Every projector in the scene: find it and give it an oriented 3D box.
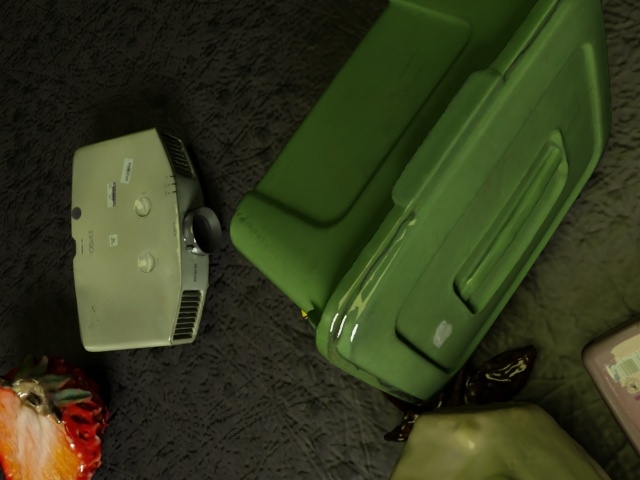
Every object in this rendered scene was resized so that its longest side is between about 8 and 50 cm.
[{"bbox_3d":[-0.221,0.000,0.774,0.193,0.088,0.270,-8,82,24],"label":"projector"}]

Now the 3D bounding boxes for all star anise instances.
[{"bbox_3d":[0.120,0.155,0.613,0.212,0.053,0.157,-43,73,17],"label":"star anise"}]

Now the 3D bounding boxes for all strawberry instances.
[{"bbox_3d":[-0.355,0.256,0.817,0.190,0.111,0.237,29,122,15],"label":"strawberry"}]

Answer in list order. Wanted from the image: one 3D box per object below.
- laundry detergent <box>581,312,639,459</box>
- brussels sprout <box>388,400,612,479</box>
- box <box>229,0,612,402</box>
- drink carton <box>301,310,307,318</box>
[{"bbox_3d":[0.349,0.154,0.490,0.171,0.076,0.237,-37,71,18],"label":"laundry detergent"},{"bbox_3d":[0.152,0.286,0.458,0.317,0.273,0.243,57,151,10],"label":"brussels sprout"},{"bbox_3d":[0.091,-0.047,0.519,0.177,0.253,0.329,31,84,33],"label":"box"},{"bbox_3d":[0.000,0.000,0.686,0.071,0.056,0.166,-17,78,15],"label":"drink carton"}]
